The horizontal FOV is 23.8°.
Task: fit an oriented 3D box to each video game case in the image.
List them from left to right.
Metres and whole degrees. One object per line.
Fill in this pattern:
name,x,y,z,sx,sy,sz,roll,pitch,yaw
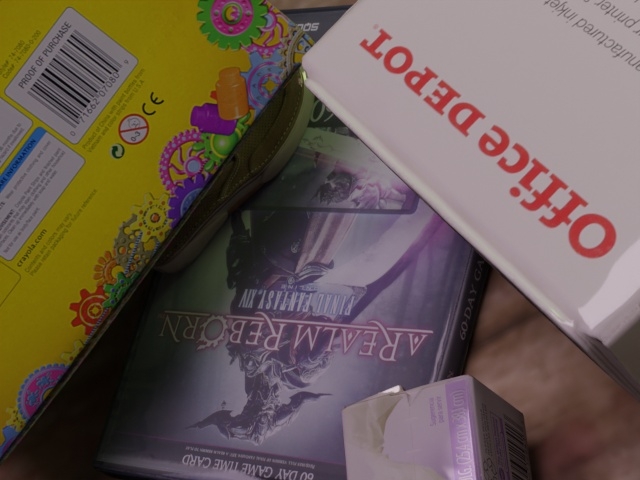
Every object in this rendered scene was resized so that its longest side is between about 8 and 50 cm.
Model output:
video game case,0.000,0.000,0.781,0.196,0.026,0.274,2,66,36

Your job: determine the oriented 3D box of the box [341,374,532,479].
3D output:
box,0.059,0.213,0.578,0.063,0.067,0.324,-18,61,24

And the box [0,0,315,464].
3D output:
box,-0.196,-0.059,0.796,0.290,0.177,0.279,-53,26,-2

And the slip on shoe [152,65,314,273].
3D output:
slip on shoe,-0.056,-0.044,0.801,0.135,0.041,0.051,-48,48,3

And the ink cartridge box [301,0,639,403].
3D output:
ink cartridge box,0.163,-0.095,0.639,0.283,0.117,0.207,-45,52,2
